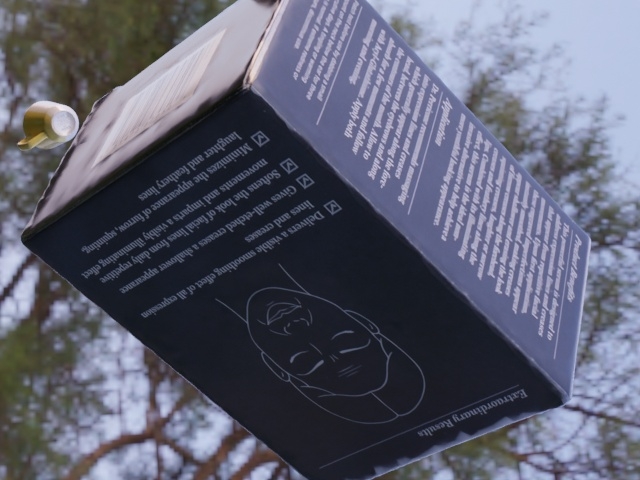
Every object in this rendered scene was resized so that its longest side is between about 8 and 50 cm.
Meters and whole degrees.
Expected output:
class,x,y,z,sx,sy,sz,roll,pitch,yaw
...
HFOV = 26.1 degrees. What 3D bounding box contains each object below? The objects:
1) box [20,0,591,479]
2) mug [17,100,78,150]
class,x,y,z,sx,sy,sz,roll,pitch,yaw
box,0.000,0.000,1.218,0.293,0.395,0.212,-29,-152,36
mug,-0.344,-0.142,1.775,0.064,0.062,0.078,4,-108,57
